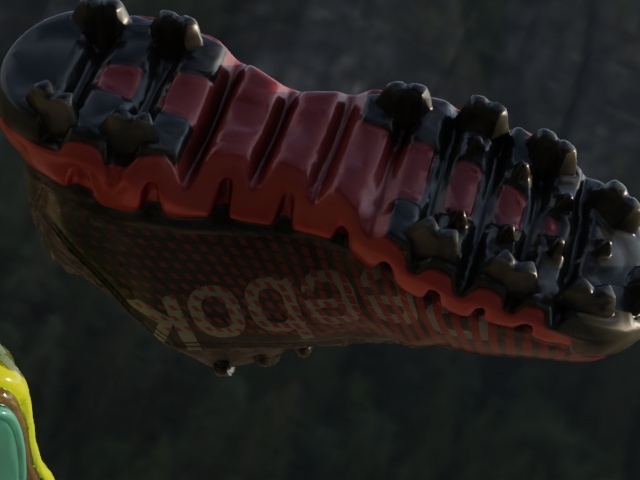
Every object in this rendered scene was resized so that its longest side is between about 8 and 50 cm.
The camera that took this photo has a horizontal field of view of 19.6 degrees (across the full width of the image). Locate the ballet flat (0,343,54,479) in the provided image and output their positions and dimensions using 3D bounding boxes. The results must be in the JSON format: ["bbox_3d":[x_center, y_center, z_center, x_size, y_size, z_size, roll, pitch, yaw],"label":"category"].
[{"bbox_3d":[-0.157,0.100,0.813,0.077,0.231,0.077,-16,58,-18],"label":"ballet flat"}]

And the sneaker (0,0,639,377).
[{"bbox_3d":[0.000,0.000,0.755,0.276,0.135,0.098,17,46,7],"label":"sneaker"}]
